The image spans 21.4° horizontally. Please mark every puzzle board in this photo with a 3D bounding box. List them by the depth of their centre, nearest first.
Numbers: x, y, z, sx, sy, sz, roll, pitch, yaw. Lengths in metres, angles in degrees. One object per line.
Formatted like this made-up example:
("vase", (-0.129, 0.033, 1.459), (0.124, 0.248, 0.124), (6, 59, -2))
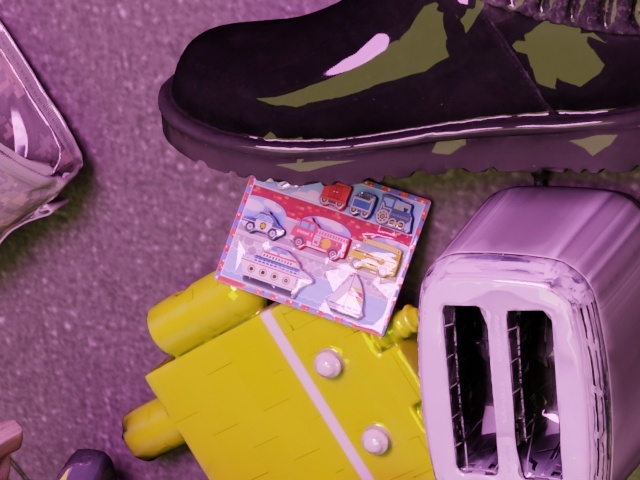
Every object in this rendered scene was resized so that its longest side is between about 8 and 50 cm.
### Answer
("puzzle board", (0.000, 0.000, 1.132), (0.128, 0.011, 0.096), (18, 85, 20))

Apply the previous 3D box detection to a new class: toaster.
("toaster", (0.136, 0.064, 1.039), (0.129, 0.146, 0.227), (4, 111, 24))

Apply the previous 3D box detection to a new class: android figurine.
("android figurine", (-0.015, 0.128, 1.196), (0.273, 0.056, 0.248), (-26, 97, 34))

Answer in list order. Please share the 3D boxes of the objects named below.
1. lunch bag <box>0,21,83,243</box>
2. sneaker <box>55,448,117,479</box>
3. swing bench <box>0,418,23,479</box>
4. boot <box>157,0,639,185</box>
("lunch bag", (-0.337, -0.086, 1.207), (0.235, 0.169, 0.287), (-34, 100, 29))
("sneaker", (-0.125, 0.290, 1.297), (0.121, 0.111, 0.300), (-10, 111, 20))
("swing bench", (-0.175, 0.304, 1.154), (0.254, 0.165, 0.253), (23, 123, 15))
("boot", (0.055, -0.177, 0.988), (0.348, 0.131, 0.260), (-1, 116, 16))
